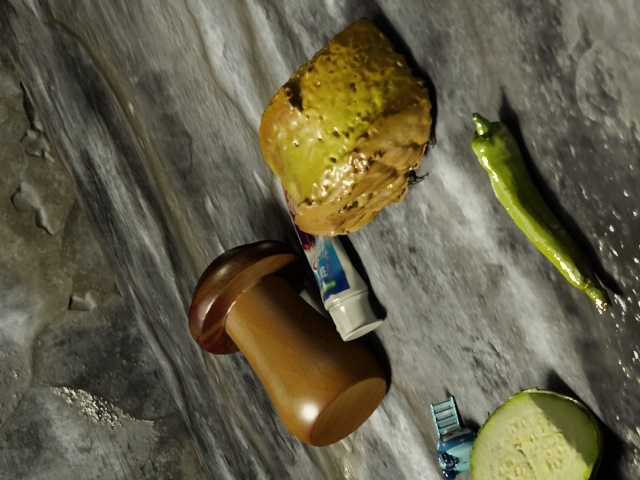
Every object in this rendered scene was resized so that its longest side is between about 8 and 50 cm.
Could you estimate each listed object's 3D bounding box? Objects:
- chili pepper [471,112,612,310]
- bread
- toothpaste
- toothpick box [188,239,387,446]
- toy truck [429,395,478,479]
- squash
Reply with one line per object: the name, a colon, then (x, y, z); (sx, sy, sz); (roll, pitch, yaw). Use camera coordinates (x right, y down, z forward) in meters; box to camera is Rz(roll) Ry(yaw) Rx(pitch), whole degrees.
chili pepper: (0.192, -0.024, 1.154); (0.208, 0.043, 0.049); (56, 135, 6)
bread: (0.013, -0.099, 1.359); (0.160, 0.147, 0.260); (58, 161, 8)
toothpaste: (0.000, 0.000, 1.679); (0.266, 0.061, 0.096); (65, 163, 14)
toothpick box: (-0.050, 0.136, 1.783); (0.294, 0.192, 0.192); (46, 155, 28)
toy truck: (0.160, 0.237, 1.560); (0.073, 0.056, 0.090); (84, 166, -59)
squash: (0.217, 0.284, 1.355); (0.137, 0.137, 0.287); (50, 159, 35)
